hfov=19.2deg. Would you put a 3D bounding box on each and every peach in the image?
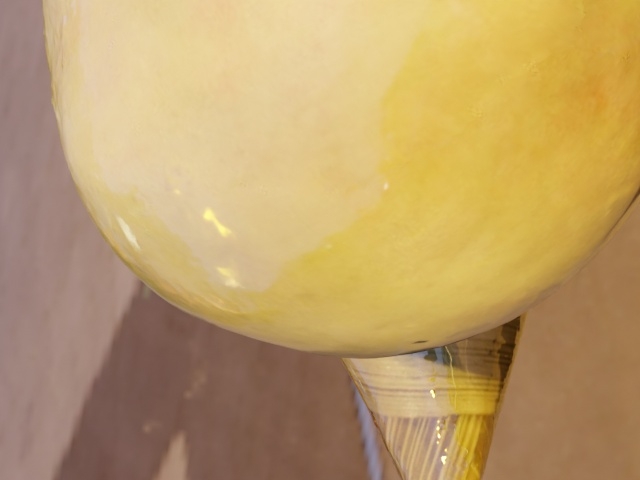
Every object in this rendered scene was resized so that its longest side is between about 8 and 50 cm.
[{"bbox_3d":[0.029,-0.103,0.704,0.292,0.247,0.292,-46,11,11],"label":"peach"}]

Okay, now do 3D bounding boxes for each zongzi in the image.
[{"bbox_3d":[0.000,0.000,1.039,0.134,0.286,0.288,-46,23,54],"label":"zongzi"}]
